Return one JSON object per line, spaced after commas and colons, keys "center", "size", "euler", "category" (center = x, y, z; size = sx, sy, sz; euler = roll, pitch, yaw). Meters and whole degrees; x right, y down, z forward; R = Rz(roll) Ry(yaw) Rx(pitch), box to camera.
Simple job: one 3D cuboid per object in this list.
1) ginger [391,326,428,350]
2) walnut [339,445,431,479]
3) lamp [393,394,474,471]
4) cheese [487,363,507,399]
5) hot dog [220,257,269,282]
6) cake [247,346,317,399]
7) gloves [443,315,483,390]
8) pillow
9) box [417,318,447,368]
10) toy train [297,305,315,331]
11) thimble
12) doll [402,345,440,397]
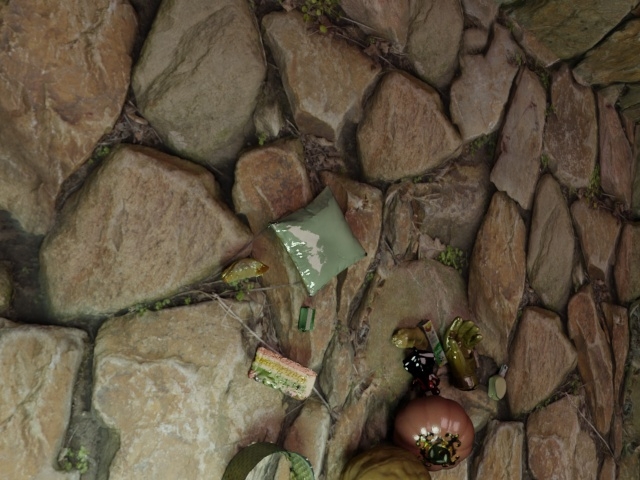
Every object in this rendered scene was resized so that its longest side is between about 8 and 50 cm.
{"center": [0.367, 0.398, 1.981], "size": [0.190, 0.069, 0.095], "euler": [12, 110, -33], "category": "ginger"}
{"center": [0.231, 0.872, 1.706], "size": [0.344, 0.306, 0.306], "euler": [3, 82, -23], "category": "walnut"}
{"center": [0.427, 0.721, 1.878], "size": [0.306, 0.239, 0.305], "euler": [1, 111, 3], "category": "lamp"}
{"center": [0.815, 0.644, 2.257], "size": [0.092, 0.048, 0.171], "euler": [25, 71, -31], "category": "cheese"}
{"center": [-0.253, 0.090, 1.612], "size": [0.169, 0.061, 0.078], "euler": [-11, 132, -32], "category": "hot dog"}
{"center": [-0.133, 0.452, 1.664], "size": [0.225, 0.090, 0.109], "euler": [27, 72, -8], "category": "cake"}
{"center": [0.599, 0.471, 2.084], "size": [0.154, 0.141, 0.331], "euler": [-10, 101, -8], "category": "gloves"}
{"center": [0.000, 0.000, 1.757], "size": [0.312, 0.119, 0.310], "euler": [-35, 100, -31], "category": "pillow"}
{"center": [0.466, 0.432, 2.058], "size": [0.050, 0.041, 0.207], "euler": [-28, 99, -32], "category": "box"}
{"center": [-0.048, 0.276, 1.729], "size": [0.038, 0.056, 0.093], "euler": [16, 75, -29], "category": "toy train"}
{"center": [-0.160, 0.776, 1.539], "size": [0.271, 0.150, 0.270], "euler": [4, 82, -33], "category": "thimble"}
{"center": [0.403, 0.522, 1.964], "size": [0.127, 0.088, 0.248], "euler": [-32, 113, -21], "category": "doll"}
